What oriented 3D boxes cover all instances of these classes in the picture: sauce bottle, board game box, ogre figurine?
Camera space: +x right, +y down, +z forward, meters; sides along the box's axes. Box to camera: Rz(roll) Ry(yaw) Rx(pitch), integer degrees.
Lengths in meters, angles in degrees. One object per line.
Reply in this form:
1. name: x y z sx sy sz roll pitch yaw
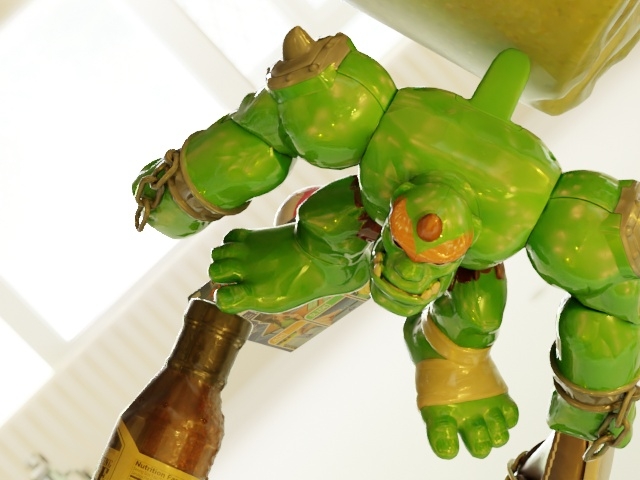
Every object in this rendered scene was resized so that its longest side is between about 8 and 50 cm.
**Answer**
1. sauce bottle: -0.061 0.084 0.550 0.128 0.042 0.042 -67 -165 -13
2. board game box: -0.010 0.034 1.402 0.201 0.136 0.035 -36 -127 31
3. ogre figurine: 0.033 -0.003 0.512 0.097 0.197 0.118 -36 160 -37

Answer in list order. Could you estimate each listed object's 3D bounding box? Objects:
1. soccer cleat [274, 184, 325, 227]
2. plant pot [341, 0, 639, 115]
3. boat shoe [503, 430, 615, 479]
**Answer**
1. soccer cleat: 0.000 0.000 1.649 0.143 0.116 0.331 -1 180 24
2. plant pot: 0.044 -0.190 0.553 0.276 0.254 0.276 -51 172 -10
3. boat shoe: 0.214 0.258 1.401 0.116 0.097 0.324 -54 154 -46
